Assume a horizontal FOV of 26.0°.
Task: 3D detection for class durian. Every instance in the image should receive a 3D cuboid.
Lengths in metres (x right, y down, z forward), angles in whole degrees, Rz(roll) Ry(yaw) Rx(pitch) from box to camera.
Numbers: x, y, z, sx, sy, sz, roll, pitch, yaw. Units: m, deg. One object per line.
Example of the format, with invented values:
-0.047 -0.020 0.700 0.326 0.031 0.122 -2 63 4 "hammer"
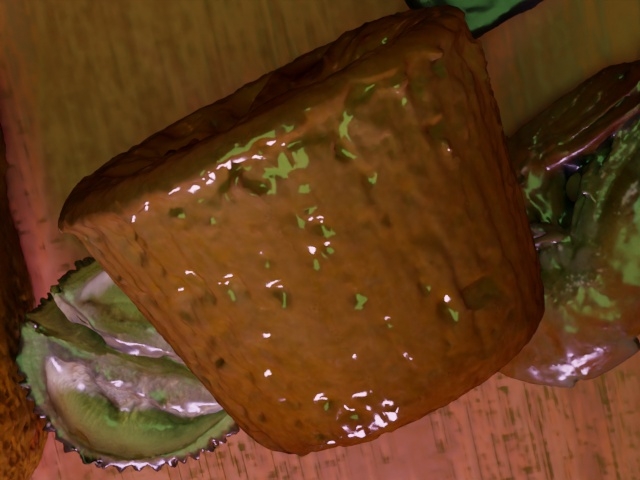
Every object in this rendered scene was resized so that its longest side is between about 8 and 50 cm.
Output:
-0.079 0.056 0.689 0.140 0.071 0.110 13 104 -8 "durian"

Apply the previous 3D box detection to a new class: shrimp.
0.135 -0.028 0.666 0.115 0.051 0.217 28 104 2 "shrimp"

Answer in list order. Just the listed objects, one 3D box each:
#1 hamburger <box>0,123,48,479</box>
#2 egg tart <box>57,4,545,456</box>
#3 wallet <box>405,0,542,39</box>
-0.223 0.028 0.654 0.144 0.156 0.283 -7 102 7 "hamburger"
0.000 0.000 0.610 0.202 0.202 0.147 -24 102 9 "egg tart"
0.043 -0.253 0.636 0.165 0.042 0.309 -32 97 8 "wallet"
